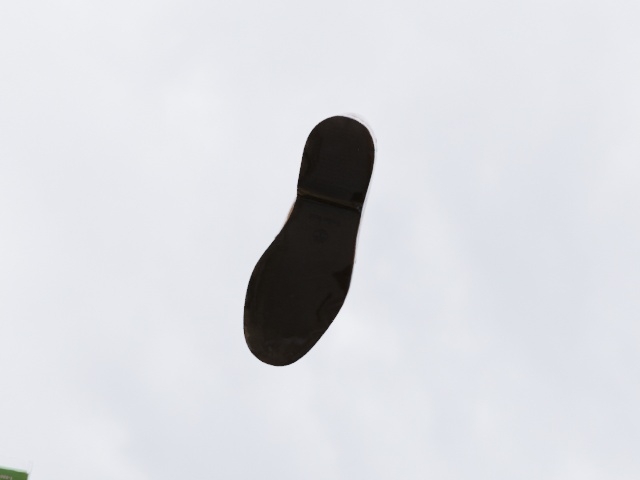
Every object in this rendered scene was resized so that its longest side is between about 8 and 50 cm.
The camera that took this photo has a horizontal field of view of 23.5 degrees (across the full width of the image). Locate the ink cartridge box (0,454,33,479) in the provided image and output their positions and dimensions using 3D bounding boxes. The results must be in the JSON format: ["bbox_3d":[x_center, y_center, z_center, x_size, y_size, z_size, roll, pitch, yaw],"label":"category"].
[{"bbox_3d":[-0.404,0.327,1.609,0.160,0.219,0.092,13,-2,-10],"label":"ink cartridge box"}]

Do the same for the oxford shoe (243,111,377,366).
[{"bbox_3d":[0.000,0.000,1.203,0.076,0.076,0.212,23,-75,5],"label":"oxford shoe"}]
